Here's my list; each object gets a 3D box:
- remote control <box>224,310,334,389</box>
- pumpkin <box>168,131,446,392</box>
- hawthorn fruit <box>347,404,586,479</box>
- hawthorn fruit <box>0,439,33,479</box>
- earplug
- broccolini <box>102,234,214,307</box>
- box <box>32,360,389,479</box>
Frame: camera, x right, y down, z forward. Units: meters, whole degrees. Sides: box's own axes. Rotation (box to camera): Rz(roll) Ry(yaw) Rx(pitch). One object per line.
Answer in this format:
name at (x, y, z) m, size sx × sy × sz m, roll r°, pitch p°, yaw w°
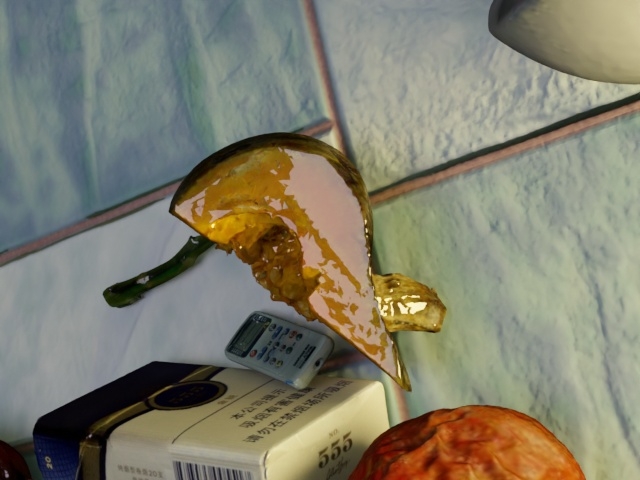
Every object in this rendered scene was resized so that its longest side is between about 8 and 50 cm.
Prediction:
remote control at (-0.036, 0.092, 1.139) m, size 0.053 × 0.018 × 0.124 m, roll -54°, pitch 32°, yaw -13°
pumpkin at (0.006, 0.001, 1.066) m, size 0.248 × 0.131 × 0.126 m, roll 38°, pitch 83°, yaw 5°
hawthorn fruit at (0.084, 0.222, 0.947) m, size 0.207 × 0.243 × 0.207 m, roll -2°, pitch 87°, yaw 37°
hawthorn fruit at (-0.353, 0.255, 1.343) m, size 0.172 × 0.148 × 0.148 m, roll -12°, pitch 83°, yaw 18°
earplug at (0.160, -0.242, 0.941) m, size 0.214 × 0.175 × 0.325 m, roll -49°, pitch 54°, yaw 21°
broccolini at (-0.115, 0.001, 1.210) m, size 0.254 × 0.057 × 0.071 m, roll -30°, pitch 31°, yaw 30°
box at (-0.091, 0.162, 1.121) m, size 0.259 × 0.168 × 0.071 m, roll 3°, pitch 107°, yaw 35°
